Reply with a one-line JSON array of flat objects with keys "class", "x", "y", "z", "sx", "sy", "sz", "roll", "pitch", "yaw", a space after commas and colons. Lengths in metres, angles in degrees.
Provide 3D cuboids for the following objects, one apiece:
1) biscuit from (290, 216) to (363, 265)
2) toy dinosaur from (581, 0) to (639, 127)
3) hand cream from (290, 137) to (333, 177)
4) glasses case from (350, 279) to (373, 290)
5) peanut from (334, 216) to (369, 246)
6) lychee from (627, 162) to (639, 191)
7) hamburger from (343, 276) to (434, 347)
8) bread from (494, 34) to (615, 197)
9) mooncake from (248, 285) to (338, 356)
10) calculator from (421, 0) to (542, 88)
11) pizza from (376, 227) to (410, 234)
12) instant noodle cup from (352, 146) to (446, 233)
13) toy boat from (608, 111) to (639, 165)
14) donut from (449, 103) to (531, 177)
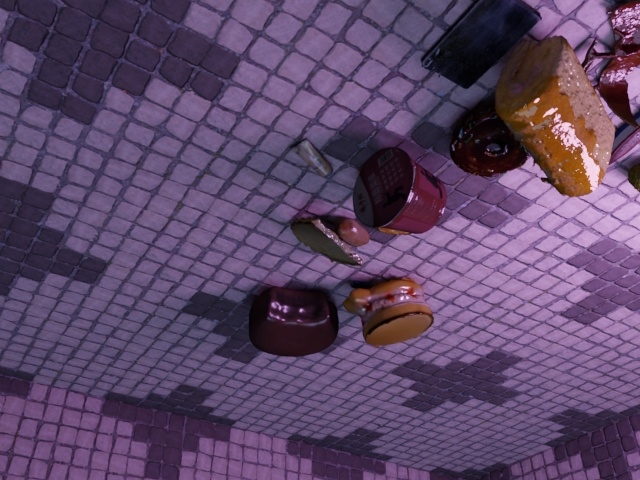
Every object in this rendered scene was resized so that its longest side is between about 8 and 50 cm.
[{"class": "biscuit", "x": 0.000, "y": 0.000, "z": 2.100, "sx": 0.187, "sy": 0.036, "sz": 0.273, "roll": 5, "pitch": 153, "yaw": 43}, {"class": "toy dinosaur", "x": 0.734, "y": -0.435, "z": 1.543, "sx": 0.207, "sy": 0.112, "sz": 0.327, "roll": 9, "pitch": 139, "yaw": -12}, {"class": "hand cream", "x": -0.018, "y": -0.230, "z": 1.860, "sx": 0.061, "sy": 0.039, "sz": 0.143, "roll": -25, "pitch": 131, "yaw": 32}, {"class": "glasses case", "x": 0.147, "y": 0.162, "z": 2.372, "sx": 0.083, "sy": 0.023, "sz": 0.033, "roll": 19, "pitch": 136, "yaw": -23}, {"class": "peanut", "x": 0.101, "y": -0.022, "z": 2.094, "sx": 0.076, "sy": 0.076, "sz": 0.152, "roll": -24, "pitch": 142, "yaw": 27}, {"class": "lychee", "x": 0.954, "y": -0.175, "z": 1.882, "sx": 0.147, "sy": 0.114, "sz": 0.114, "roll": 18, "pitch": 142, "yaw": 7}, {"class": "hamburger", "x": 0.236, "y": 0.250, "z": 2.344, "sx": 0.303, "sy": 0.186, "sz": 0.261, "roll": -9, "pitch": 149, "yaw": -22}, {"class": "bread", "x": 0.576, "y": -0.289, "z": 1.609, "sx": 0.165, "sy": 0.236, "sz": 0.375, "roll": 7, "pitch": 156, "yaw": 48}, {"class": "mooncake", "x": -0.108, "y": 0.287, "z": 2.410, "sx": 0.326, "sy": 0.174, "sz": 0.333, "roll": -14, "pitch": 137, "yaw": 12}, {"class": "calculator", "x": 0.376, "y": -0.474, "z": 1.561, "sx": 0.161, "sy": 0.021, "sz": 0.262, "roll": 22, "pitch": 137, "yaw": -27}, {"class": "pizza", "x": 0.244, "y": -0.055, "z": 2.091, "sx": 0.123, "sy": 0.026, "sz": 0.108, "roll": 7, "pitch": 146, "yaw": -9}, {"class": "instant noodle cup", "x": 0.231, "y": -0.124, "z": 1.857, "sx": 0.179, "sy": 0.234, "sz": 0.235, "roll": 19, "pitch": 139, "yaw": -36}, {"class": "toy boat", "x": 0.847, "y": -0.287, "z": 1.791, "sx": 0.080, "sy": 0.045, "sz": 0.229, "roll": 16, "pitch": 141, "yaw": -16}, {"class": "donut", "x": 0.460, "y": -0.272, "z": 1.765, "sx": 0.235, "sy": 0.089, "sz": 0.235, "roll": 0, "pitch": 142, "yaw": 0}]
